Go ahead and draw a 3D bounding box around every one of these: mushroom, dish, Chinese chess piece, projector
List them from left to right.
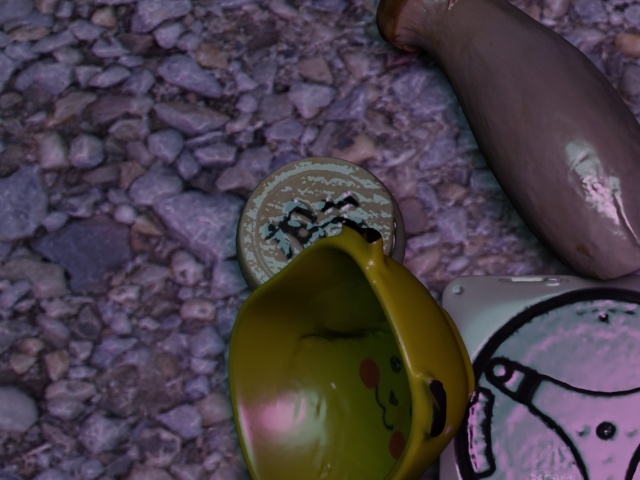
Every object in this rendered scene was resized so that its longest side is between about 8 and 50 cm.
[{"bbox_3d":[0.000,0.000,1.332,0.144,0.058,0.144,-2,72,6],"label":"Chinese chess piece"},{"bbox_3d":[0.039,0.112,1.222,0.108,0.262,0.221,-6,60,-35],"label":"dish"},{"bbox_3d":[0.173,-0.108,1.309,0.128,0.128,0.350,-35,64,-5],"label":"mushroom"},{"bbox_3d":[0.222,0.154,1.242,0.257,0.079,0.259,-1,74,8],"label":"projector"}]
